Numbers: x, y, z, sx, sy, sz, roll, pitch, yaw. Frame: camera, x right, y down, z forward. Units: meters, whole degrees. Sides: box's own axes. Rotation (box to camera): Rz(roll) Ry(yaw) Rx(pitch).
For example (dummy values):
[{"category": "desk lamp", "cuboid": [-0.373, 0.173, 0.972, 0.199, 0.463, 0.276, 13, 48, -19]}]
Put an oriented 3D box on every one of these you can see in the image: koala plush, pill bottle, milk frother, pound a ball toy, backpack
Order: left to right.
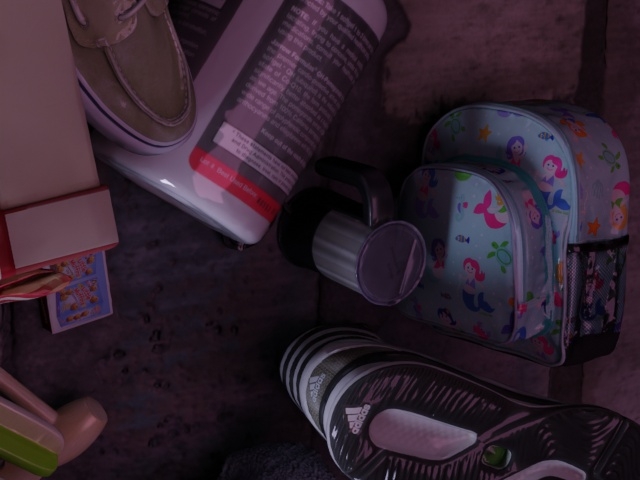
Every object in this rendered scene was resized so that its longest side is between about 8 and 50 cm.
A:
[{"category": "pound a ball toy", "cuboid": [-0.336, 0.172, 1.412, 0.319, 0.208, 0.136, 33, 109, -27]}, {"category": "koala plush", "cuboid": [-0.074, 0.292, 1.568, 0.221, 0.196, 0.203, 5, 97, -68]}, {"category": "pill bottle", "cuboid": [-0.051, -0.171, 1.475, 0.176, 0.176, 0.318, 35, 83, -38]}, {"category": "milk frother", "cuboid": [0.000, 0.000, 1.597, 0.143, 0.135, 0.129, -32, 121, -24]}, {"category": "backpack", "cuboid": [0.191, -0.016, 1.678, 0.191, 0.225, 0.253, -1, 102, -41]}]

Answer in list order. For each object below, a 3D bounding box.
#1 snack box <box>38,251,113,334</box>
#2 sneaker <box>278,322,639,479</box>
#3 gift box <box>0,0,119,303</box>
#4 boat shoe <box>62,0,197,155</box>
[{"category": "snack box", "cuboid": [-0.227, -0.008, 1.499, 0.064, 0.022, 0.178, -19, 115, -32]}, {"category": "sneaker", "cuboid": [0.156, 0.181, 1.679, 0.447, 0.257, 0.169, 25, 97, -28]}, {"category": "gift box", "cuboid": [-0.316, -0.065, 1.277, 0.255, 0.276, 0.258, -15, 98, -28]}, {"category": "boat shoe", "cuboid": [-0.174, -0.200, 1.291, 0.109, 0.094, 0.302, -42, 113, -33]}]
